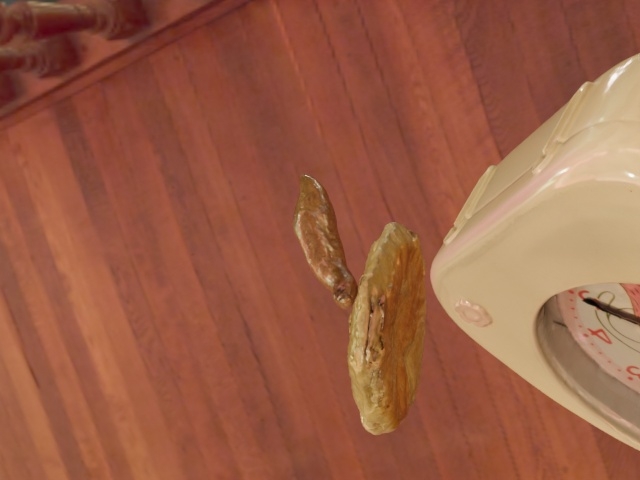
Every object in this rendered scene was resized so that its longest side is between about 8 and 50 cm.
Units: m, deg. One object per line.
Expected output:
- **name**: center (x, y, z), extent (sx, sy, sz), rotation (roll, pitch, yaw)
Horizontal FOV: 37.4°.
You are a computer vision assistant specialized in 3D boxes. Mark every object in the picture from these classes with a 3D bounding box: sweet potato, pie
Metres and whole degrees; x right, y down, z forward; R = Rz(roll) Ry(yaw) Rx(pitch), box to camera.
- **sweet potato**: center (0.002, 0.005, 0.788), extent (0.038, 0.041, 0.153), rotation (-22, 51, 4)
- **pie**: center (0.096, 0.129, 1.353), extent (0.071, 0.306, 0.306), rotation (0, 104, 20)

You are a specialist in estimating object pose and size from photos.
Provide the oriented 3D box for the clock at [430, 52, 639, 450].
- **clock**: center (0.243, 0.051, 0.579), extent (0.324, 0.108, 0.265), rotation (36, 154, -4)
